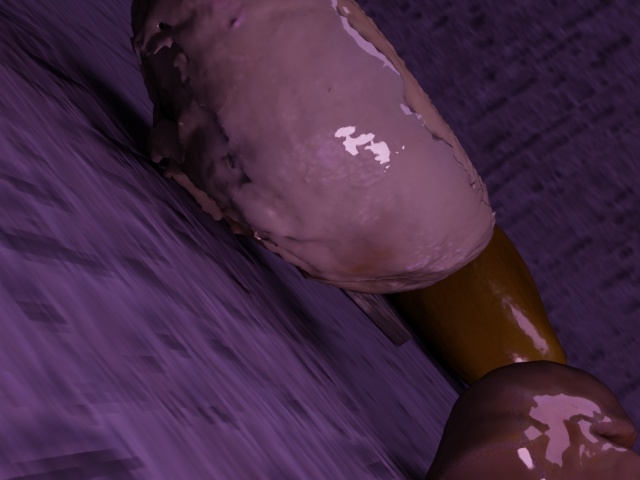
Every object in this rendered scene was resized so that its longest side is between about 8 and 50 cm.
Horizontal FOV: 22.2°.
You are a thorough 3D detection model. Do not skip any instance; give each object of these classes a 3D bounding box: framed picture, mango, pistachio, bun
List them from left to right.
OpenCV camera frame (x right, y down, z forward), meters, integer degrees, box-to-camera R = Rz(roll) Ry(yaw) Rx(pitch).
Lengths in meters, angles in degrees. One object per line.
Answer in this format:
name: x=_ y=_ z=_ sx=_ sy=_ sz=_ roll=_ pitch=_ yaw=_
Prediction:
bun: x=-0.022 y=-0.069 z=0.968 sx=0.287 sy=0.146 sz=0.287 roll=50 pitch=1 yaw=-1
framed picture: x=0.000 y=0.000 z=1.472 sx=0.150 sy=0.015 sz=0.203 roll=46 pitch=5 yaw=-35
mango: x=0.160 y=0.060 z=1.757 sx=0.195 sy=0.142 sz=0.331 roll=42 pitch=9 yaw=-22
pistachio: x=0.121 y=0.133 z=0.918 sx=0.124 sy=0.124 sz=0.185 roll=51 pitch=-12 yaw=24
